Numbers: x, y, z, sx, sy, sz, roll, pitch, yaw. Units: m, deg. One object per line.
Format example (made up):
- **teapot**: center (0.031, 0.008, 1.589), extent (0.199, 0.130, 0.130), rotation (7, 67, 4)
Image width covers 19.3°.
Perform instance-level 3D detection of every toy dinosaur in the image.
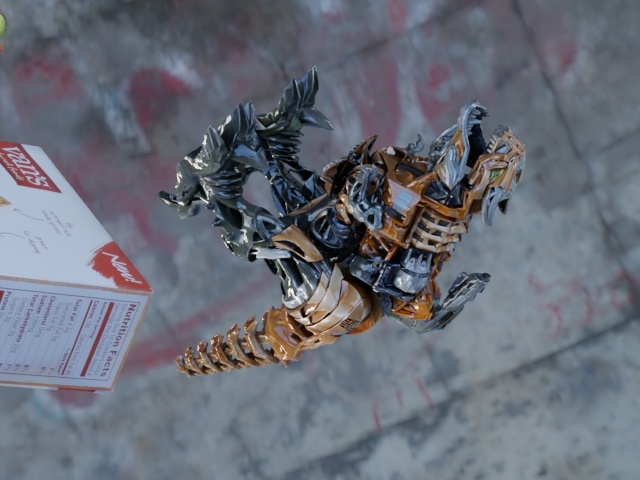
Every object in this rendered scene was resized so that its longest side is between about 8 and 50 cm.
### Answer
- **toy dinosaur**: center (0.000, 0.000, 1.396), extent (0.322, 0.164, 0.218), rotation (-41, 88, 7)

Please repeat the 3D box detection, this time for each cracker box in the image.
- **cracker box**: center (-0.218, -0.001, 0.914), extent (0.232, 0.156, 0.067), rotation (9, 115, -38)

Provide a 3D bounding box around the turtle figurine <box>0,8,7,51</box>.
- **turtle figurine**: center (-0.239, -0.097, 1.119), extent (0.087, 0.269, 0.217), rotation (3, 96, 28)
